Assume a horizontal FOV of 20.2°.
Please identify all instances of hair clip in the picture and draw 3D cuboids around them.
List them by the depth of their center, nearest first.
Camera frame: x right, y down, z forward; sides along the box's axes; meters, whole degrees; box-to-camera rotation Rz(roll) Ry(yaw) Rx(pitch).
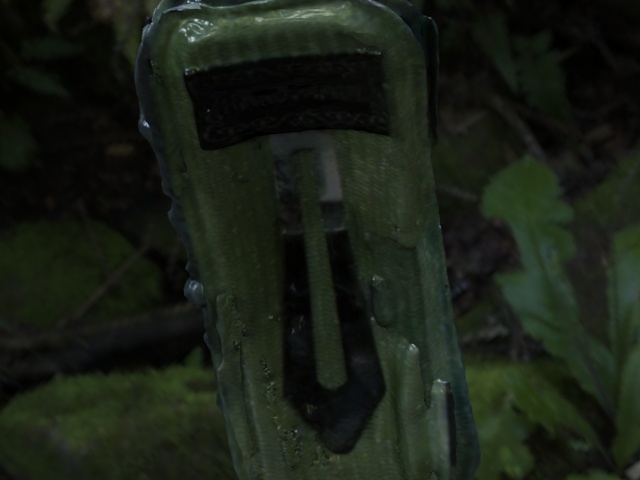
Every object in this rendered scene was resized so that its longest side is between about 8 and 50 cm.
[{"bbox_3d":[0.000,-0.002,0.852,0.138,0.321,0.091,-3,40,7],"label":"hair clip"}]
